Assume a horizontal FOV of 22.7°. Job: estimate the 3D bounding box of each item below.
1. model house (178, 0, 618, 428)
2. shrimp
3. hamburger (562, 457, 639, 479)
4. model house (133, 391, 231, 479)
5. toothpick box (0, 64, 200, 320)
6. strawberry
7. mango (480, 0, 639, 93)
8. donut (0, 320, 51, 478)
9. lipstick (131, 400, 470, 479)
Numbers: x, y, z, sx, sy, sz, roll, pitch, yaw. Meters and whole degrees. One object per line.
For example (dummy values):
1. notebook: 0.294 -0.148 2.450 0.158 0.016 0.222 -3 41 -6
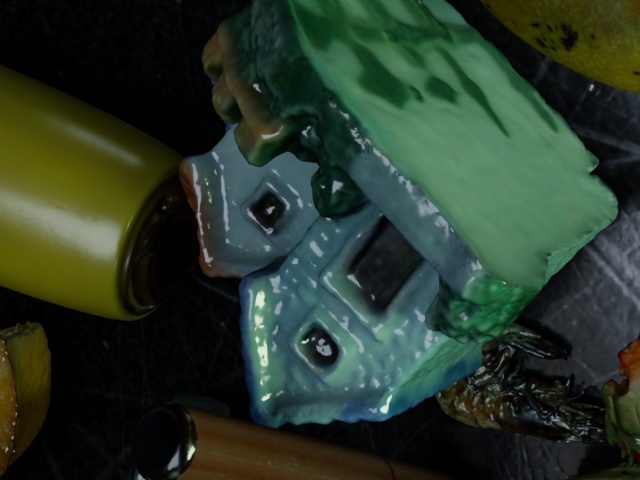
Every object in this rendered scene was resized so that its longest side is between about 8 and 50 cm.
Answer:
1. model house: 0.000 0.000 1.167 0.295 0.251 0.329 48 125 10
2. shrimp: 0.157 0.110 1.218 0.161 0.034 0.091 14 108 26
3. hamburger: 0.265 0.281 1.072 0.318 0.277 0.195 -5 106 26
4. model house: -0.018 0.294 1.303 0.300 0.190 0.272 13 105 9
5. toothpick box: -0.231 -0.040 1.315 0.271 0.175 0.175 22 112 19
6. strawberry: 0.285 0.101 1.109 0.187 0.146 0.082 -30 129 9
7. mango: 0.225 -0.185 1.037 0.329 0.176 0.177 7 61 27
8. donut: -0.345 0.165 1.467 0.259 0.101 0.152 -10 98 29
9. lipstick: 0.003 0.171 1.141 0.057 0.356 0.057 -14 67 36
